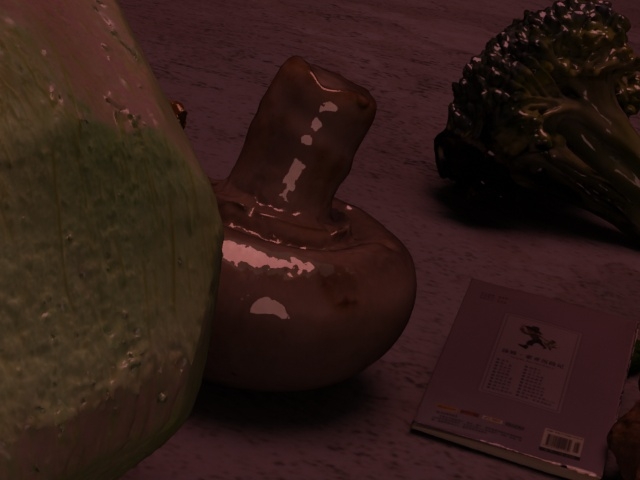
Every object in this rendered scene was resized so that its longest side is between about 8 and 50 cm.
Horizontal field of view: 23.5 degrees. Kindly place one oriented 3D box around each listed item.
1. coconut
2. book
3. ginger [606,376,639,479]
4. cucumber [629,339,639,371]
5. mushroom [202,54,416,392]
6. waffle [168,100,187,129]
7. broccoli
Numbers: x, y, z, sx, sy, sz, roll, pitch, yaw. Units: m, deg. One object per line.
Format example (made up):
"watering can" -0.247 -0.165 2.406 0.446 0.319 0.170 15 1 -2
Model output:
"coconut" -0.209 -0.010 0.713 0.328 0.328 0.281 9 -19 -11
"book" 0.142 0.090 1.037 0.127 0.014 0.181 15 34 11
"ginger" 0.244 0.129 0.940 0.137 0.074 0.213 -23 31 -23
"cucumber" 0.175 0.077 1.122 0.168 0.039 0.039 6 20 -23
"mushroom" -0.032 0.003 0.982 0.206 0.209 0.206 18 42 -17
"waffle" -0.202 -0.098 1.365 0.161 0.046 0.192 10 20 -6
"broccoli" 0.233 -0.089 1.458 0.243 0.263 0.247 41 60 8
